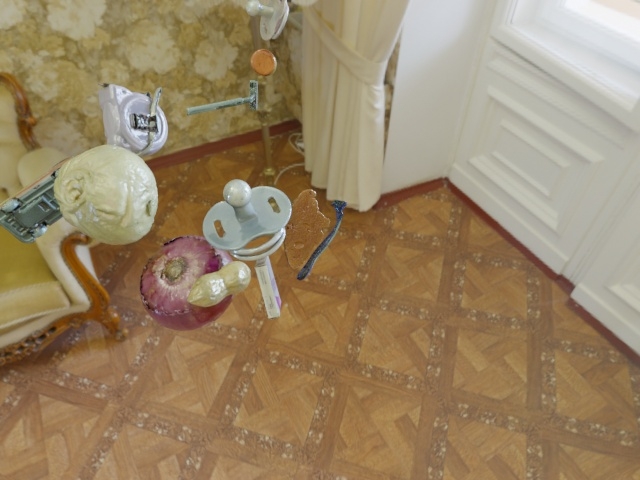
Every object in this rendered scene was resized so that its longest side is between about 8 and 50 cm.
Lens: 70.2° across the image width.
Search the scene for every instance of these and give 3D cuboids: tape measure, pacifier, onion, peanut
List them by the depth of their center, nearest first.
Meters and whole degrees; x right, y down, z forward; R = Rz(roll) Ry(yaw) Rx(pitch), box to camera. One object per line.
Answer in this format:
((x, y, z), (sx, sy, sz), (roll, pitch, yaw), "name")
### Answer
((-0.101, -0.421, 0.844), (0.078, 0.099, 0.082), (4, 55, -35), "pacifier")
((-0.232, 0.102, 1.063), (0.082, 0.082, 0.187), (34, 36, 27), "peanut")
((-0.510, -0.330, 1.267), (0.105, 0.196, 0.178), (-7, 7, 34), "tape measure")
((-0.240, -0.093, 1.443), (0.299, 0.233, 0.244), (-26, 52, -9), "pacifier")
((-0.479, 0.176, 1.705), (0.358, 0.345, 0.358), (-13, 39, 10), "onion")

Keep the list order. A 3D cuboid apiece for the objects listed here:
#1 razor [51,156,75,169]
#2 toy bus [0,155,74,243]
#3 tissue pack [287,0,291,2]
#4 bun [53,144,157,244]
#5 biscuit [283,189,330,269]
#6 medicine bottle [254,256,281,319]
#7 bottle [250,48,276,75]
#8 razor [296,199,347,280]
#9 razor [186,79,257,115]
((-0.853, -0.214, 1.676), (0.348, 0.113, 0.204), (12, 57, 17), "razor")
((-0.728, -0.122, 1.231), (0.265, 0.121, 0.120), (-37, 38, -6), "toy bus")
((-0.075, -0.724, 0.875), (0.124, 0.288, 0.394), (23, 92, 23), "tissue pack")
((-0.493, -0.095, 1.032), (0.243, 0.244, 0.153), (21, 19, 18), "bun")
((-0.063, -0.038, 1.565), (0.183, 0.280, 0.043), (11, 3, -15), "biscuit")
((-0.194, 0.170, 1.672), (0.052, 0.201, 0.171), (-14, 9, -1), "medicine bottle")
((-0.158, -0.505, 1.300), (0.069, 0.069, 0.187), (-3, 20, -2), "bottle")
((0.010, 0.005, 1.637), (0.324, 0.056, 0.093), (-62, 23, -4), "razor")
((-0.258, -0.365, 1.219), (0.211, 0.084, 0.036), (-27, 53, -31), "razor")
